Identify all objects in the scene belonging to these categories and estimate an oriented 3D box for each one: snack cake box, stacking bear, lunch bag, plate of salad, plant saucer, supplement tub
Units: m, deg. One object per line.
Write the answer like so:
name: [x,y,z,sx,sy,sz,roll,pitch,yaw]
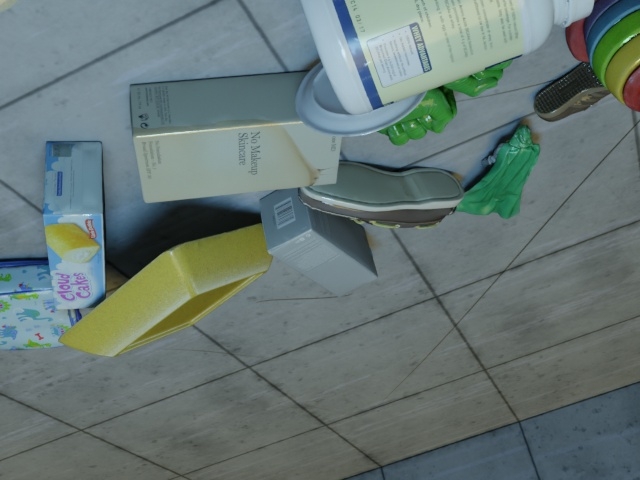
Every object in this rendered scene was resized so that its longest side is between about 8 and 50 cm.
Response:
snack cake box: [-0.399,-0.020,1.315,0.089,0.152,0.264,-2,143,-15]
stacking bear: [0.482,-0.251,1.152,0.176,0.288,0.164,-26,143,18]
lunch bag: [-0.552,0.126,1.524,0.176,0.090,0.219,-4,144,-11]
plate of salad: [0.061,-0.214,1.147,0.200,0.199,0.048,-17,139,6]
plant saucer: [-0.250,0.098,1.451,0.333,0.081,0.333,-36,172,29]
supplement tub: [0.147,-0.317,0.999,0.325,0.235,0.235,-19,145,9]

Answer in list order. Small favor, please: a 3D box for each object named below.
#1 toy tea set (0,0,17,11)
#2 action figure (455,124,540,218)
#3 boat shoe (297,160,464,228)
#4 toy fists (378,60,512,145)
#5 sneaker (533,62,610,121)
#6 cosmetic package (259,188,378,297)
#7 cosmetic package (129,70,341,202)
toy tea set: [-0.426,-0.361,0.894,0.336,0.124,0.199,2,113,-16]
action figure: [0.342,-0.129,1.478,0.137,0.063,0.232,-2,148,-12]
boat shoe: [0.102,-0.073,1.440,0.325,0.116,0.096,-1,141,-26]
toy fists: [0.185,-0.251,1.229,0.142,0.096,0.279,19,133,-39]
sneaker: [0.452,-0.260,1.345,0.189,0.066,0.071,-24,161,24]
cosmetic package: [0.000,0.000,1.496,0.107,0.127,0.238,-28,141,19]
cosmetic package: [-0.129,-0.161,1.240,0.310,0.113,0.160,-6,145,-8]
